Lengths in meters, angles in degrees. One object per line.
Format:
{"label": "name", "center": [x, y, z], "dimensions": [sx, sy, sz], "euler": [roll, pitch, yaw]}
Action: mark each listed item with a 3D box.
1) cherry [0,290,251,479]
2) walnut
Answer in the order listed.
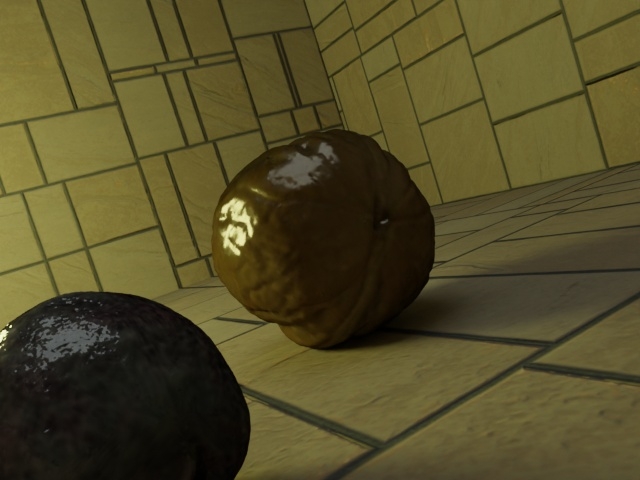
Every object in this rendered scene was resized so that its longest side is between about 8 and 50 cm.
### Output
{"label": "cherry", "center": [-0.148, 0.126, 0.411], "dimensions": [0.195, 0.195, 0.195], "euler": [-18, 4, 1]}
{"label": "walnut", "center": [0.000, 0.000, 0.820], "dimensions": [0.333, 0.332, 0.333], "euler": [-18, 4, 1]}
